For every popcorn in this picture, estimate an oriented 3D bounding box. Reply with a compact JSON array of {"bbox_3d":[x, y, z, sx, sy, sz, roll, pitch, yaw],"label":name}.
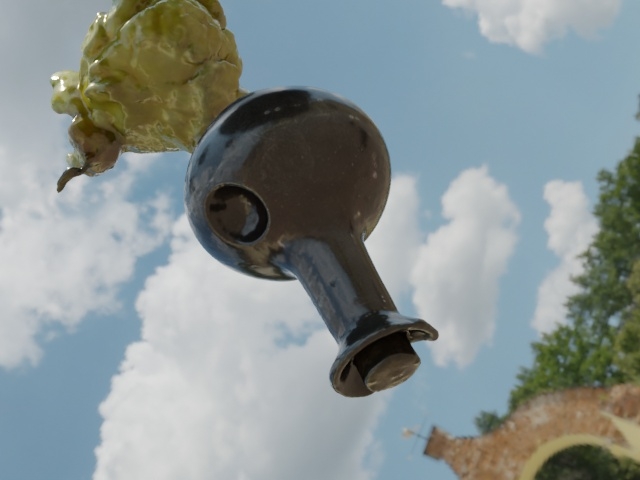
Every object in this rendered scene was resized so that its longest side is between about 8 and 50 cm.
[{"bbox_3d":[-0.169,-0.149,0.865,0.168,0.195,0.173,63,-170,-61],"label":"popcorn"}]

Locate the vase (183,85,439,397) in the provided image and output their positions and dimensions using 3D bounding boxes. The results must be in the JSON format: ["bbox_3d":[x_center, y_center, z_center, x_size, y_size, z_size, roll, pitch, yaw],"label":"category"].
[{"bbox_3d":[0.000,0.000,0.494,0.120,0.183,0.120,-19,-36,-15],"label":"vase"}]
